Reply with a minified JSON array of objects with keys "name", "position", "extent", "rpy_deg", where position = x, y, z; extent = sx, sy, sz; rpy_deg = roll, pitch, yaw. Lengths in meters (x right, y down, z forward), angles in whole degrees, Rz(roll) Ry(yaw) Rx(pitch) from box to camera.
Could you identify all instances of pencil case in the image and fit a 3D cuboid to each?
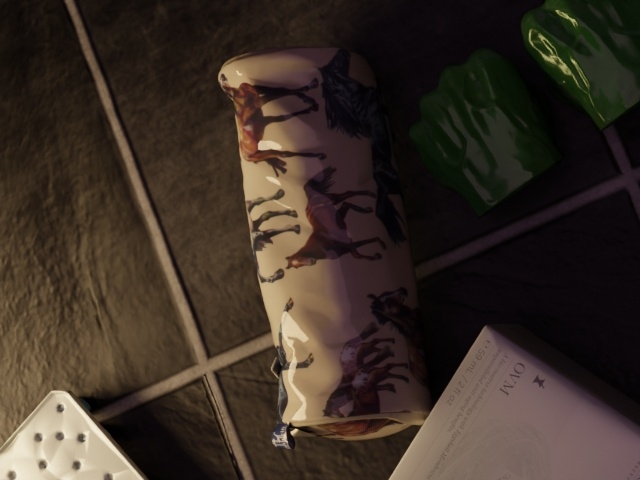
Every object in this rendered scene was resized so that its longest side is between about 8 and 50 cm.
[{"name":"pencil case","position":[0.000,0.000,1.773],"extent":[0.183,0.160,0.410],"rpy_deg":[-15,81,38]}]

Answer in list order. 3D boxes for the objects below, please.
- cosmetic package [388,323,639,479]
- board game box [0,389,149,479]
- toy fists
[{"name":"cosmetic package","position":[0.208,0.233,1.695],"extent":[0.225,0.138,0.224],"rpy_deg":[33,99,18]},{"name":"board game box","position":[-0.274,0.430,1.918],"extent":[0.390,0.050,0.390],"rpy_deg":[46,103,17]},{"name":"toy fists","position":[0.219,-0.152,1.735],"extent":[0.279,0.096,0.142],"rpy_deg":[-36,86,14]}]
